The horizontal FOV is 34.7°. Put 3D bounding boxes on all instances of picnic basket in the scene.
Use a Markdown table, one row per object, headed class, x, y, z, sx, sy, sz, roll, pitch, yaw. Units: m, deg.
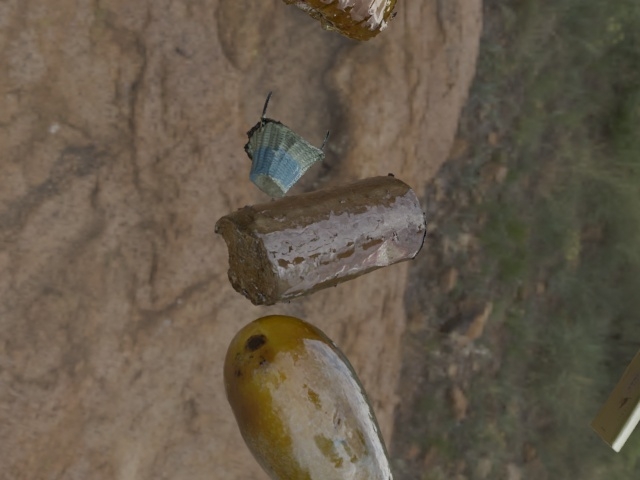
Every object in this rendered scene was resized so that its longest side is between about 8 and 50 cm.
| class | x | y | z | sx | sy | sz | roll | pitch | yaw |
| --- | --- | --- | --- | --- | --- | --- | --- | --- | --- |
| picnic basket | -0.031 | -0.079 | 0.860 | 0.065 | 0.083 | 0.083 | 34 | 65 | -17 |

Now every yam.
| class | x | y | z | sx | sy | sz | roll | pitch | yaw |
| --- | --- | --- | --- | --- | --- | --- | --- | --- | --- |
| yam | -0.001 | -0.002 | 1.251 | 0.238 | 0.129 | 0.128 | -16 | 66 | -31 |

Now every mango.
| class | x | y | z | sx | sy | sz | roll | pitch | yaw |
| --- | --- | --- | --- | --- | --- | --- | --- | --- | --- |
| mango | 0.000 | 0.228 | 1.154 | 0.316 | 0.146 | 0.193 | 62 | 3 | -10 |

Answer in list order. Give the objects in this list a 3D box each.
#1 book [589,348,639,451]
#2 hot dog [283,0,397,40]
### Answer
| class | x | y | z | sx | sy | sz | roll | pitch | yaw |
| --- | --- | --- | --- | --- | --- | --- | --- | --- | --- |
| book | 0.335 | 0.168 | 1.107 | 0.111 | 0.014 | 0.077 | -59 | -174 | 5 |
| hot dog | -0.019 | -0.182 | 0.611 | 0.083 | 0.068 | 0.289 | -58 | 155 | 11 |
